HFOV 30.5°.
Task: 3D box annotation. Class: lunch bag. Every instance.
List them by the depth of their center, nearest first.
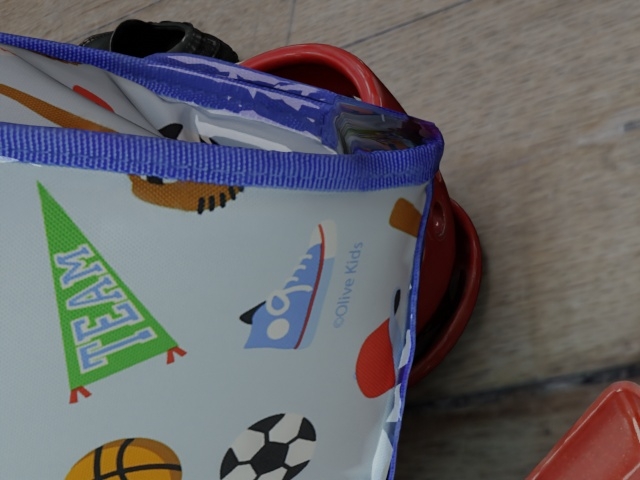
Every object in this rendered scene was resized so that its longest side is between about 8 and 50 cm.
[{"bbox_3d":[-0.153,0.071,0.550,0.239,0.385,0.328,-99,17,-70],"label":"lunch bag"}]

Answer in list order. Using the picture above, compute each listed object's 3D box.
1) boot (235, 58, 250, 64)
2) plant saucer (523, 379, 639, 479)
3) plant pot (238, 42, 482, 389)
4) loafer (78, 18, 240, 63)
[{"bbox_3d":[-0.121,-0.044,0.946,0.244,0.088,0.176,-10,55,31],"label":"boot"},{"bbox_3d":[0.143,0.227,0.526,0.258,0.048,0.259,-48,36,0],"label":"plant saucer"},{"bbox_3d":[0.000,0.000,0.737,0.191,0.174,0.191,-23,46,27],"label":"plant pot"},{"bbox_3d":[-0.166,-0.174,1.087,0.223,0.078,0.076,12,67,45],"label":"loafer"}]
